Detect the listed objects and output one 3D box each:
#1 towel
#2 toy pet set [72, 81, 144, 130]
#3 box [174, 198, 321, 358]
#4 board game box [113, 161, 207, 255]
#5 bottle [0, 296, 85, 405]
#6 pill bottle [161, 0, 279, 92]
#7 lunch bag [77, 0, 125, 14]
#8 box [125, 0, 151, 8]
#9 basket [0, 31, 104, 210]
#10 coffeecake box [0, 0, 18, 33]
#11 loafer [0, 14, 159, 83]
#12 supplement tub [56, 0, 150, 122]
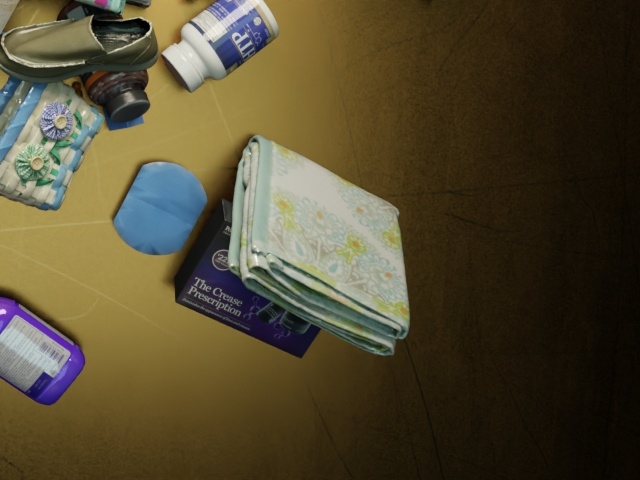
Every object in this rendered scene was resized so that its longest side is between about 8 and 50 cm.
[{"bbox_3d":[0.000,0.000,1.578,0.320,0.375,0.090,29,124,-21],"label":"towel"},{"bbox_3d":[-0.352,-0.246,1.560,0.122,0.065,0.114,-15,103,-14],"label":"toy pet set"},{"bbox_3d":[-0.104,0.071,1.648,0.261,0.103,0.184,26,106,-20],"label":"box"},{"bbox_3d":[-0.284,-0.058,1.632,0.133,0.033,0.169,26,95,-25],"label":"board game box"},{"bbox_3d":[-0.538,0.160,1.553,0.283,0.092,0.118,40,85,-19],"label":"bottle"},{"bbox_3d":[-0.174,-0.341,1.576,0.186,0.112,0.112,-39,108,-7],"label":"pill bottle"},{"bbox_3d":[-0.367,-0.497,1.375,0.223,0.160,0.262,15,100,-12],"label":"lunch bag"},{"bbox_3d":[-0.402,-0.535,1.490,0.307,0.076,0.243,10,96,-19],"label":"box"},{"bbox_3d":[-0.506,-0.194,1.445,0.289,0.201,0.255,28,83,-28],"label":"basket"},{"bbox_3d":[-0.532,-0.321,1.305,0.142,0.068,0.185,37,107,2],"label":"coffeecake box"},{"bbox_3d":[-0.362,-0.302,1.381,0.251,0.087,0.094,-13,69,-26],"label":"loafer"},{"bbox_3d":[-0.346,-0.292,1.496,0.106,0.106,0.198,-23,78,-13],"label":"supplement tub"}]
